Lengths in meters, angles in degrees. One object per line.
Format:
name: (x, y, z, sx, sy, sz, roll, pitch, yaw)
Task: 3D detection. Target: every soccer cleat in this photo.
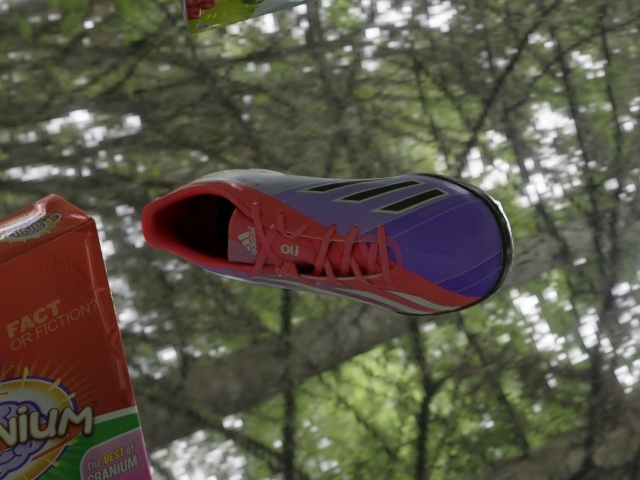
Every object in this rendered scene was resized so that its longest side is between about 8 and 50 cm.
soccer cleat: (0.000, 0.000, 1.196, 0.318, 0.116, 0.109, 9, -78, 44)

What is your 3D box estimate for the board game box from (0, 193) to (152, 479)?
board game box: (-0.258, 0.155, 1.225, 0.064, 0.242, 0.317, 27, -44, 44)

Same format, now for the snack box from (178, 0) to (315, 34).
snack box: (-0.016, -0.245, 1.235, 0.174, 0.207, 0.070, 96, -24, -76)
